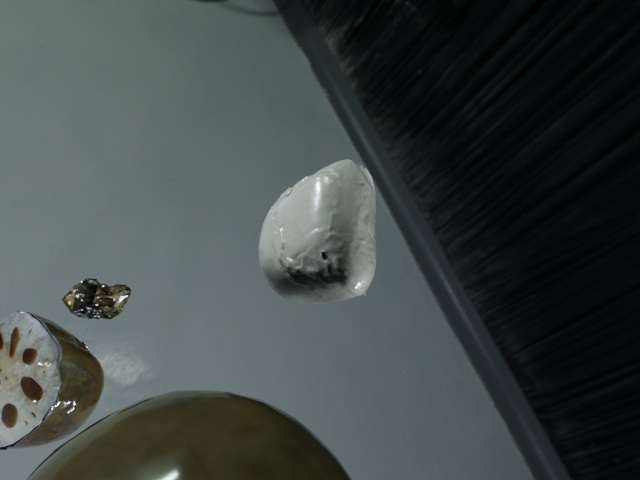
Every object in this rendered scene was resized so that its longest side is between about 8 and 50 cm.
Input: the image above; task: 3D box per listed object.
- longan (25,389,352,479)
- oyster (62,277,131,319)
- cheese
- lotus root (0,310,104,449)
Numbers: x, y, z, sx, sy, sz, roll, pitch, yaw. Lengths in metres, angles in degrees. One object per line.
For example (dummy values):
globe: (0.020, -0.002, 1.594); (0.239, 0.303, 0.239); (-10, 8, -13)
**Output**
longan: (-0.084, 0.256, 0.440); (0.297, 0.297, 0.297); (15, 56, -22)
oyster: (-0.271, 0.074, 0.803); (0.083, 0.054, 0.019); (14, 14, -39)
cheese: (0.000, 0.000, 0.963); (0.154, 0.189, 0.198); (33, 51, -45)
lotus root: (-0.544, 0.274, 1.264); (0.192, 0.272, 0.272); (30, 38, -62)
